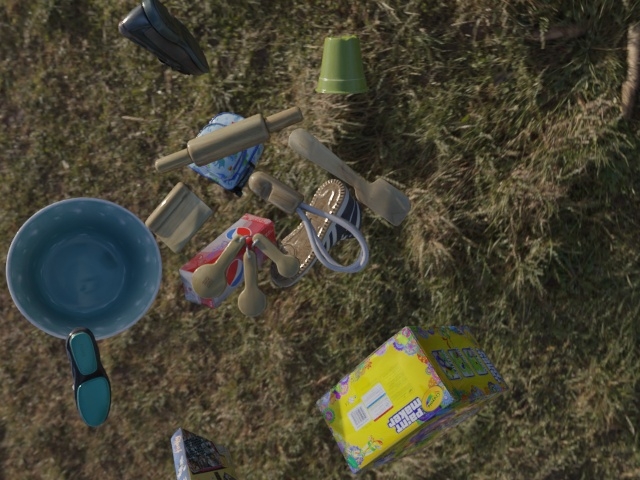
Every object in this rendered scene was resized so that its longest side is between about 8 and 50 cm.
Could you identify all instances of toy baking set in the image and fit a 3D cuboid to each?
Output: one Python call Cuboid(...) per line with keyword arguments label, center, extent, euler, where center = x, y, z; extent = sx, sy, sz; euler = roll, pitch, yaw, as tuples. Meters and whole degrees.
Cuboid(label="toy baking set", center=(-0.049, -0.036, 0.616), extent=(0.256, 0.030, 0.196), euler=(-25, 87, 3))

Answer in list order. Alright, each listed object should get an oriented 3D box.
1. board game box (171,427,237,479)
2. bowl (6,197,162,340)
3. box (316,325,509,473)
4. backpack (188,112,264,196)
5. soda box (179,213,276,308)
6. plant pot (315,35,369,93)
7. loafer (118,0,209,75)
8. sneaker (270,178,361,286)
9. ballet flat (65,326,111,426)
Cuboid(label="board game box", center=(-0.274, 0.578, 1.456), extent=(0.165, 0.243, 0.042), euler=(37, 97, -29))
Cuboid(label="bowl", center=(-0.529, 0.071, 1.348), extent=(0.311, 0.312, 0.163), euler=(62, 155, -4))
Cuboid(label="box", center=(0.204, 0.339, 1.312), extent=(0.290, 0.279, 0.177), euler=(-46, 59, 25))
Cuboid(label="backpack", center=(-0.151, -0.147, 0.970), extent=(0.105, 0.084, 0.114), euler=(31, 89, 9))
Cuboid(label="soda box", center=(-0.205, 0.042, 1.376), extent=(0.084, 0.263, 0.092), euler=(13, 126, 26))
Cuboid(label="plant pot", center=(0.032, -0.268, 0.906), extent=(0.083, 0.083, 0.079), euler=(8, 114, 22))
Cuboid(label="loafer", center=(-0.303, -0.388, 1.173), extent=(0.084, 0.267, 0.096), euler=(-25, 81, 7))
Cuboid(label="sneaker", center=(0.000, 0.000, 1.438), extent=(0.099, 0.153, 0.282), euler=(34, 92, 28))
Cuboid(label="ballet flat", center=(-0.460, 0.264, 1.183), extent=(0.074, 0.074, 0.203), euler=(-2, 102, 25))
